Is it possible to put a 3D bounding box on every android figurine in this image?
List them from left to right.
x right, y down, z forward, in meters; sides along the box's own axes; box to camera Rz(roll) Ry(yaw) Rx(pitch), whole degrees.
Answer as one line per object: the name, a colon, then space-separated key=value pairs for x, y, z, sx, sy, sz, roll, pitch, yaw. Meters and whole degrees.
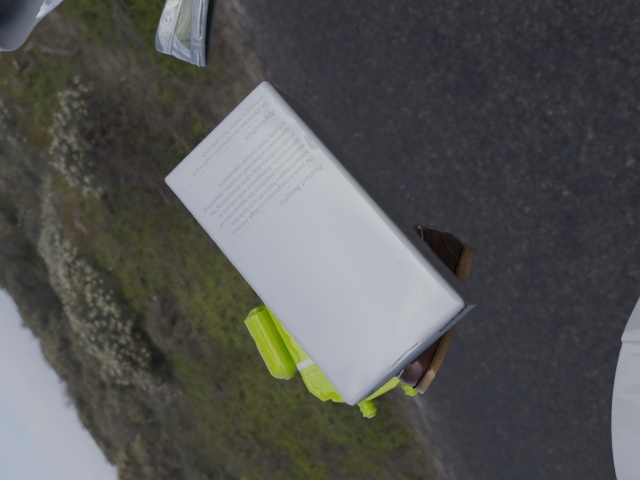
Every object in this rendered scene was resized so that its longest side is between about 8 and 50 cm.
android figurine: x=0.029 y=0.092 z=1.181 sx=0.273 sy=0.248 sz=0.056 roll=60 pitch=-172 yaw=7

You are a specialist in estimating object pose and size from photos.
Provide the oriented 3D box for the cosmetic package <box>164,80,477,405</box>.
cosmetic package: x=0.000 y=0.000 z=0.710 sx=0.231 sy=0.117 sz=0.085 roll=50 pitch=-169 yaw=13

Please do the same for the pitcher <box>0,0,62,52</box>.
pitcher: x=-0.410 y=-0.282 z=1.026 sx=0.207 sy=0.178 sz=0.125 roll=34 pitch=179 yaw=14

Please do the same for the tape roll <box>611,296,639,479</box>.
tape roll: x=0.497 y=0.205 z=1.162 sx=0.072 sy=0.392 sz=0.392 roll=2 pitch=127 yaw=49

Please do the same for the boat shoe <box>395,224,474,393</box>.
boat shoe: x=0.093 y=0.059 z=0.873 sx=0.073 sy=0.207 sz=0.073 roll=28 pitch=125 yaw=-3

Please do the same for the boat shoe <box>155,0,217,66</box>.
boat shoe: x=-0.198 y=-0.474 z=1.638 sx=0.103 sy=0.321 sz=0.118 roll=22 pitch=-170 yaw=-1
